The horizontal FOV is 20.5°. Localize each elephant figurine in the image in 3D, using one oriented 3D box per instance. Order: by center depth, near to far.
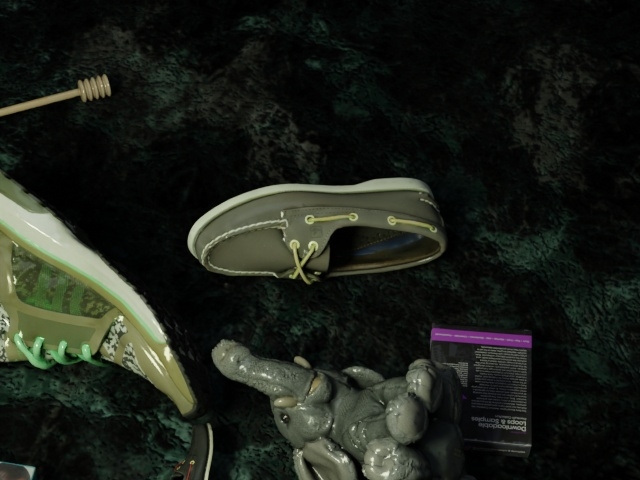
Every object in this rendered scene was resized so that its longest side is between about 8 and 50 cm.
[{"bbox_3d":[0.026,0.192,1.883,0.239,0.186,0.169,2,7,32],"label":"elephant figurine"}]

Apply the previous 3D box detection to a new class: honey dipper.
[{"bbox_3d":[-0.347,-0.179,2.250,0.161,0.030,0.030,-16,52,-14],"label":"honey dipper"}]

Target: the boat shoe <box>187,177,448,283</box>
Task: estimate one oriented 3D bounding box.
[{"bbox_3d":[0.000,-0.003,2.067,0.305,0.109,0.091,-8,46,-15],"label":"boat shoe"}]

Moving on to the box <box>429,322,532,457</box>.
[{"bbox_3d":[0.178,0.167,1.984,0.116,0.029,0.162,5,48,2],"label":"box"}]

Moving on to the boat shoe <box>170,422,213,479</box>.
[{"bbox_3d":[-0.138,0.251,1.880,0.042,0.049,0.133,9,54,-6],"label":"boat shoe"}]

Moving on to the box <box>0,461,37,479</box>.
[{"bbox_3d":[-0.364,0.336,1.787,0.101,0.060,0.244,9,50,4],"label":"box"}]

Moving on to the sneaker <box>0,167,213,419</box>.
[{"bbox_3d":[-0.289,0.092,1.985,0.410,0.158,0.182,39,89,24],"label":"sneaker"}]
